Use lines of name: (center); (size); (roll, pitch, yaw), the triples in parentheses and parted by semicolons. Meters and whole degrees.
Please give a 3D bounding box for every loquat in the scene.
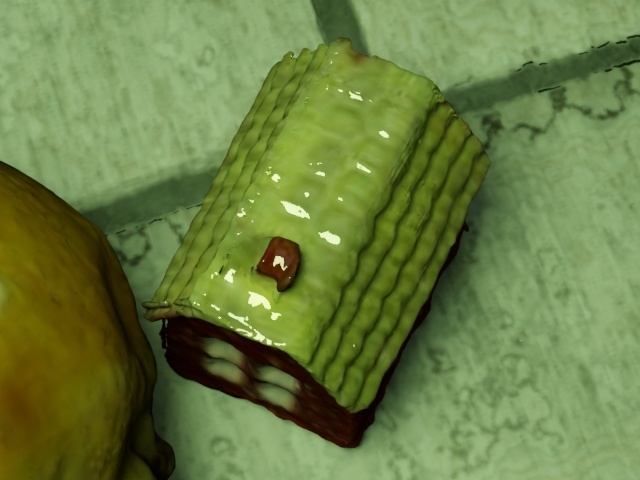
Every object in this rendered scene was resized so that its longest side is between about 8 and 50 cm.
loquat: (-0.245, 0.096, 0.895); (0.328, 0.328, 0.328); (0, 73, 0)

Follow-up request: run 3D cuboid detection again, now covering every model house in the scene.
model house: (0.000, 0.000, 0.959); (0.160, 0.254, 0.196); (27, 76, 5)
